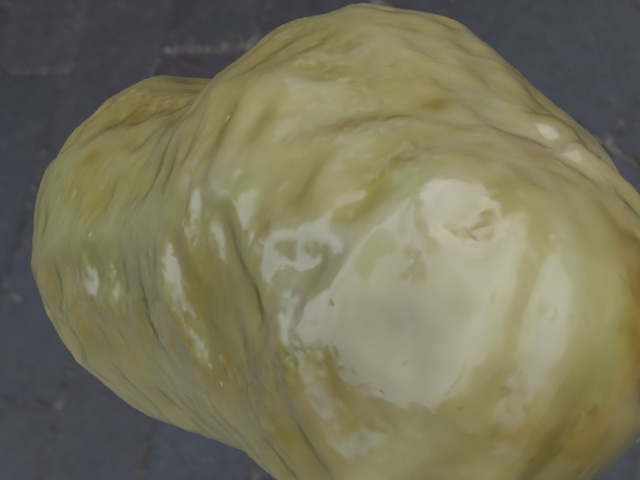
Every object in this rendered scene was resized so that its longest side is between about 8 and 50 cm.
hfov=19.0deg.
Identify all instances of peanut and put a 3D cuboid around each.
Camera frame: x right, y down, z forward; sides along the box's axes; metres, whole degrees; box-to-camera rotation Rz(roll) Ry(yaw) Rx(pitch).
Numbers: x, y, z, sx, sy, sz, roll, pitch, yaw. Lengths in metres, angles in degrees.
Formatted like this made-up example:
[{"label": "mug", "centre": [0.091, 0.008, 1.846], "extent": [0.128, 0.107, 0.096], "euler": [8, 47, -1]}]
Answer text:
[{"label": "peanut", "centre": [0.000, 0.000, 0.602], "extent": [0.147, 0.147, 0.319], "euler": [-60, 25, -7]}]
